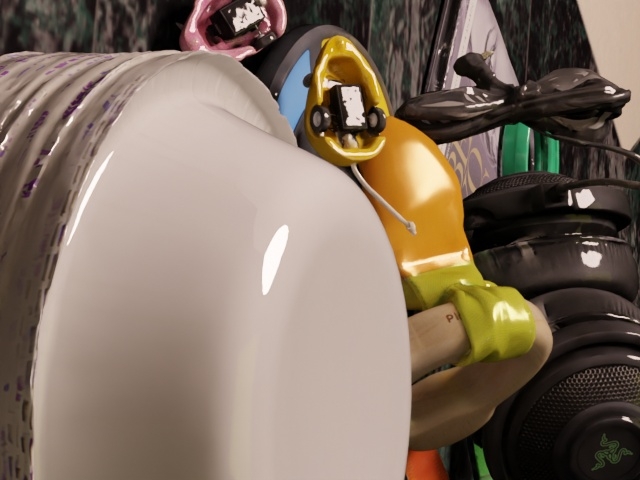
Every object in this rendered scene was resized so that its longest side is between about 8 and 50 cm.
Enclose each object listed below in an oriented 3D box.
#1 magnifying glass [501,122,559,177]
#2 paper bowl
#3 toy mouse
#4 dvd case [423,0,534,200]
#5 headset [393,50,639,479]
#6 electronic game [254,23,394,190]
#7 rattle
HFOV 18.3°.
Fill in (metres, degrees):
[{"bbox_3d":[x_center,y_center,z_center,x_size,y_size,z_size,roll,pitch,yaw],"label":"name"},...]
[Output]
[{"bbox_3d":[0.147,0.008,1.410,0.092,0.026,0.231,-7,97,-69],"label":"magnifying glass"},{"bbox_3d":[-0.058,0.066,0.786,0.284,0.148,0.284,1,90,-69],"label":"paper bowl"},{"bbox_3d":[-0.038,-0.068,0.935,0.143,0.031,0.161,-8,80,-34],"label":"toy mouse"},{"bbox_3d":[0.111,-0.059,1.363,0.221,0.018,0.164,58,40,-54],"label":"dvd case"},{"bbox_3d":[0.115,0.052,1.185,0.394,0.185,0.243,96,-15,-47],"label":"headset"},{"bbox_3d":[0.000,0.000,1.053,0.229,0.048,0.229,2,90,-69],"label":"electronic game"},{"bbox_3d":[0.039,0.053,1.066,0.130,0.143,0.199,-37,161,-14],"label":"rattle"}]
